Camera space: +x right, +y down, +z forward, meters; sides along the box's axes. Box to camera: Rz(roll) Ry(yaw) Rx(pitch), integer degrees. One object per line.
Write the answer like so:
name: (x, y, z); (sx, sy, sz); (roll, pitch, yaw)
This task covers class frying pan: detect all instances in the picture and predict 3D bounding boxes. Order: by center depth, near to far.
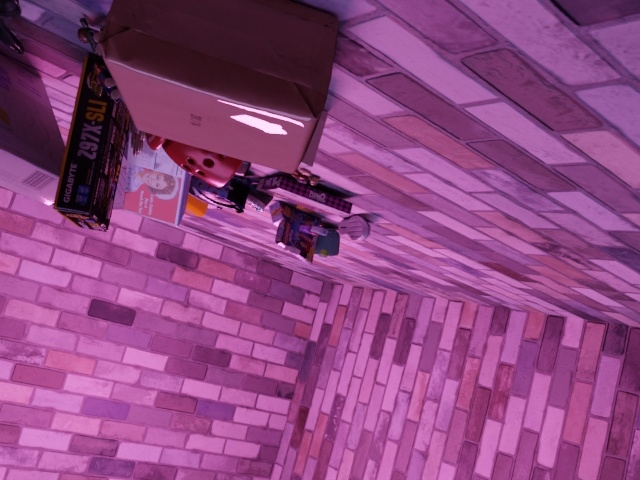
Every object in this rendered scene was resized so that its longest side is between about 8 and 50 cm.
frying pan: (-0.563, -0.409, 1.165); (0.197, 0.053, 0.326); (12, 172, 23)

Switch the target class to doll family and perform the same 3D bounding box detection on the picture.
doll family: (-0.379, -0.309, 1.232); (0.076, 0.193, 0.111); (-24, -147, -30)

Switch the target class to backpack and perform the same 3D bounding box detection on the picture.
backpack: (-0.312, -0.162, 2.018); (0.173, 0.117, 0.158); (23, 174, -39)

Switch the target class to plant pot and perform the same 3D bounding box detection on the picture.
plant pot: (-0.229, -0.222, 1.313); (0.174, 0.191, 0.191); (27, 167, -25)

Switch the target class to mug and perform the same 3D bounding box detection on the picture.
mug: (0.008, 0.000, 2.472); (0.129, 0.097, 0.158); (5, -174, -5)

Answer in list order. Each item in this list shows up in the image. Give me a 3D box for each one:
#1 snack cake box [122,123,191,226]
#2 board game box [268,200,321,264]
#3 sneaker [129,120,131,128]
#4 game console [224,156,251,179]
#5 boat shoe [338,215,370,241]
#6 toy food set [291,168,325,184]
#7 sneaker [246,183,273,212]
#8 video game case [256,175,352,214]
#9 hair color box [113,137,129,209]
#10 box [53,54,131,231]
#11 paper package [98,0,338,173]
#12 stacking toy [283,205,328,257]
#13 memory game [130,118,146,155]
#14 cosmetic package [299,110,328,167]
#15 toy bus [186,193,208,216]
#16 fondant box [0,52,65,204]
snack cake box: (-0.403, -0.177, 1.709); (0.152, 0.089, 0.264); (16, 128, -4)
board game box: (-0.099, -0.038, 2.321); (0.194, 0.194, 0.060); (35, 137, -29)
sneaker: (-0.525, -0.308, 1.764); (0.119, 0.047, 0.057); (19, -179, 30)
game console: (-0.265, -0.225, 1.917); (0.122, 0.071, 0.107); (19, -159, -18)
boat shoe: (0.128, -0.040, 2.211); (0.075, 0.083, 0.226); (6, -174, -17)
toy food set: (-0.047, -0.171, 1.837); (0.078, 0.019, 0.122); (8, 168, 41)
sneaker: (-0.208, -0.150, 2.114); (0.166, 0.076, 0.065); (38, 163, 33)
video game case: (-0.050, -0.129, 1.990); (0.232, 0.042, 0.210); (19, 175, -21)
hair color box: (-0.562, -0.196, 1.983); (0.374, 0.113, 0.185); (4, 121, 55)
box: (-0.480, -0.195, 1.462); (0.079, 0.322, 0.257); (10, 172, -10)
paper package: (-0.145, -0.250, 1.053); (0.309, 0.168, 0.325); (17, 170, -5)
stacking toy: (-0.025, -0.035, 2.167); (0.052, 0.167, 0.221); (22, 170, -34)
memory game: (-0.354, -0.258, 1.335); (0.012, 0.186, 0.186); (3, 177, -23)
cosmetic package: (-0.032, -0.201, 1.317); (0.041, 0.115, 0.060); (23, 168, -39)
toy bus: (-0.499, -0.176, 2.305); (0.130, 0.108, 0.333); (13, 171, 15)
fondant box: (-0.684, -0.262, 1.479); (0.096, 0.330, 0.238); (-33, 156, 11)
